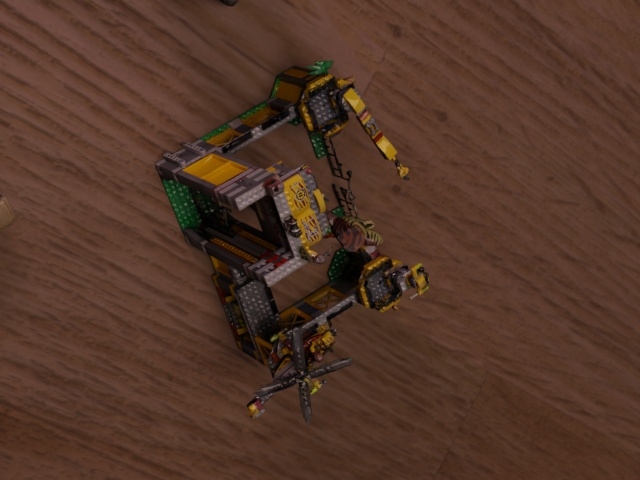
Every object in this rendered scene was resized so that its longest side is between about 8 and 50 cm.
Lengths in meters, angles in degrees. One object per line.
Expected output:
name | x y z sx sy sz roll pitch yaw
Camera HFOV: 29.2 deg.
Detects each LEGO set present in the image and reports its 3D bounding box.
LEGO set | 0.000 0.000 1.220 0.255 0.192 0.331 -24 117 -27

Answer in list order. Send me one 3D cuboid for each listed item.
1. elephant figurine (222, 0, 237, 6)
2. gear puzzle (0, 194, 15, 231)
elephant figurine | -0.101 -0.345 1.079 0.239 0.186 0.169 64 28 -3
gear puzzle | -0.433 0.002 1.022 0.339 0.044 0.175 -32 122 -19
